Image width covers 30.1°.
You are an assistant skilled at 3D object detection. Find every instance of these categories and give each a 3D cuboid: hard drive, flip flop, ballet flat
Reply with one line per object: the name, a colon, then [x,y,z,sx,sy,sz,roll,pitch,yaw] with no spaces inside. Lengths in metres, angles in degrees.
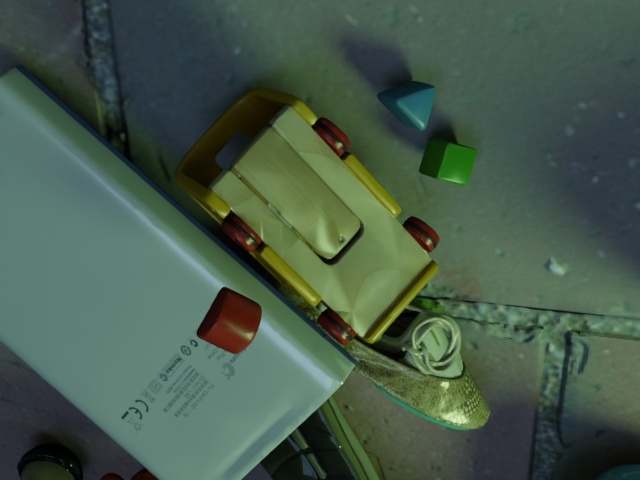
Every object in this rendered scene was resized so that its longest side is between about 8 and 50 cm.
hard drive: [-0.154,0.048,0.894,0.319,0.040,0.210,41,128,-1]
flip flop: [0.013,0.206,0.991,0.112,0.080,0.277,-16,104,29]
ballet flat: [0.047,0.073,0.887,0.206,0.073,0.067,27,118,-7]

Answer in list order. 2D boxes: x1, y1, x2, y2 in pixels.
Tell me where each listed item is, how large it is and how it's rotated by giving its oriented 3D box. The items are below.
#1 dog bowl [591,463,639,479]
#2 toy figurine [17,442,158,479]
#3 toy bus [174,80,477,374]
dog bowl: [0.273,0.302,0.958,0.166,0.074,0.297,9,129,35]
toy figurine: [-0.163,0.272,1.040,0.213,0.148,0.209,-17,123,22]
toy bus: [-0.004,-0.012,0.817,0.191,0.104,0.202,-3,105,-24]
